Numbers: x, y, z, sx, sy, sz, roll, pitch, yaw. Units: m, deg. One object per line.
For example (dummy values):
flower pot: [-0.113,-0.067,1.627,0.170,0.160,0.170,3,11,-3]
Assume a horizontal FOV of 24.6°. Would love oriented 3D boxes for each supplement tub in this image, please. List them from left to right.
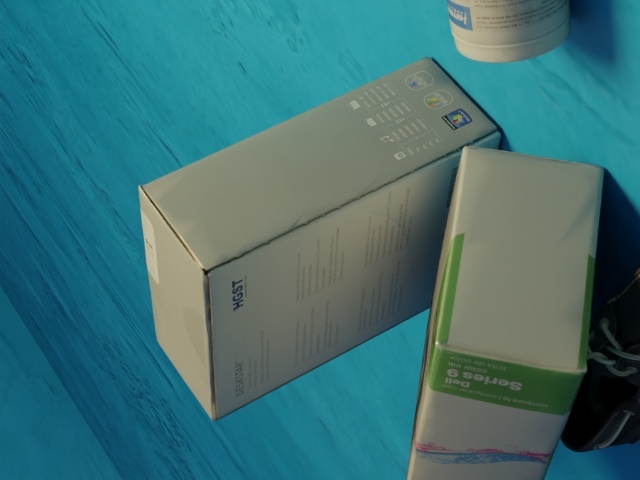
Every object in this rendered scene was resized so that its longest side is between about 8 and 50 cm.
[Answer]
supplement tub: [0.102,-0.162,0.828,0.071,0.071,0.107,36,145,51]

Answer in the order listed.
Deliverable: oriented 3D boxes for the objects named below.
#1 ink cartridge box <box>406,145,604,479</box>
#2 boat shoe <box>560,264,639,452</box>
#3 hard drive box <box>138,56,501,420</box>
ink cartridge box: [0.113,0.068,0.940,0.212,0.093,0.154,92,-172,-54]
boat shoe: [0.193,0.072,0.894,0.075,0.065,0.206,54,157,24]
hard drive box: [0.000,0.000,1.031,0.089,0.232,0.181,51,155,30]
